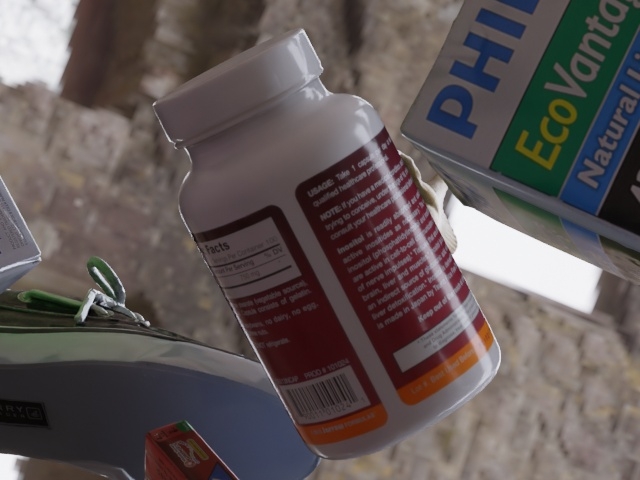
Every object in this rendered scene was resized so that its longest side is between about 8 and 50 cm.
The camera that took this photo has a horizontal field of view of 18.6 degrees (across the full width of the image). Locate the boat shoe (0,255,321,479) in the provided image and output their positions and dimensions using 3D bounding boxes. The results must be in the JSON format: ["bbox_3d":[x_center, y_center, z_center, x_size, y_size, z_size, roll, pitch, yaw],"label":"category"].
[{"bbox_3d":[-0.139,0.076,1.159,0.306,0.113,0.105,2,-141,16],"label":"boat shoe"}]

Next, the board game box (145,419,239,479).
[{"bbox_3d":[-0.005,0.220,0.917,0.281,0.027,0.145,42,-40,43],"label":"board game box"}]

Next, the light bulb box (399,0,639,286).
[{"bbox_3d":[0.291,-0.123,1.091,0.361,0.225,0.358,24,-94,17],"label":"light bulb box"}]

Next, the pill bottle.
[{"bbox_3d":[0.000,0.000,0.746,0.086,0.152,0.086,-27,-171,5],"label":"pill bottle"}]

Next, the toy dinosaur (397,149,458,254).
[{"bbox_3d":[0.082,-0.029,1.622,0.053,0.092,0.183,-41,-160,35],"label":"toy dinosaur"}]

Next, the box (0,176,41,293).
[{"bbox_3d":[-0.314,-0.047,1.006,0.127,0.231,0.262,-36,-98,51],"label":"box"}]
